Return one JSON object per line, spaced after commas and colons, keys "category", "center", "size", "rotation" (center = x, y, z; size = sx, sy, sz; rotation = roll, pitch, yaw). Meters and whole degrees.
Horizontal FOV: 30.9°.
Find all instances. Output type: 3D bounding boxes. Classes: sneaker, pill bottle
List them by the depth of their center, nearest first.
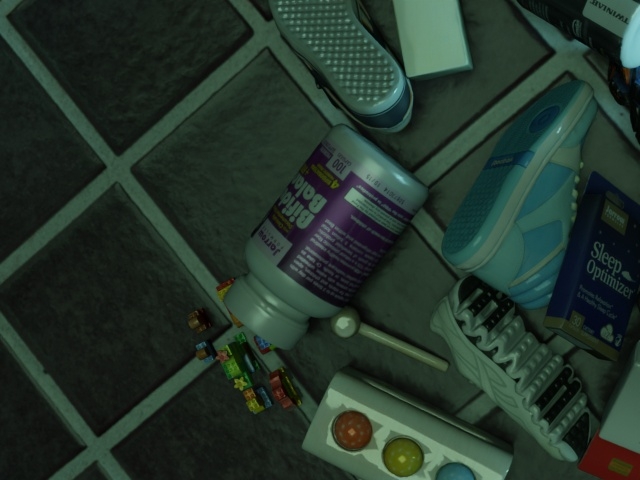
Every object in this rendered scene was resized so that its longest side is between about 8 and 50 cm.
{"category": "sneaker", "center": [0.448, -0.189, 1.517], "size": [0.087, 0.221, 0.083], "rotation": [-9, 133, -1]}
{"category": "pill bottle", "center": [0.345, -0.339, 1.534], "size": [0.246, 0.130, 0.130], "rotation": [39, 101, 30]}
{"category": "sneaker", "center": [0.323, -0.048, 1.594], "size": [0.208, 0.127, 0.319], "rotation": [39, 80, -18]}
{"category": "sneaker", "center": [0.265, 0.185, 1.615], "size": [0.292, 0.110, 0.118], "rotation": [54, 139, 6]}
{"category": "pill bottle", "center": [0.000, 0.000, 1.622], "size": [0.169, 0.169, 0.301], "rotation": [38, 98, 7]}
{"category": "sneaker", "center": [0.026, -0.277, 1.638], "size": [0.126, 0.127, 0.321], "rotation": [-30, 62, 6]}

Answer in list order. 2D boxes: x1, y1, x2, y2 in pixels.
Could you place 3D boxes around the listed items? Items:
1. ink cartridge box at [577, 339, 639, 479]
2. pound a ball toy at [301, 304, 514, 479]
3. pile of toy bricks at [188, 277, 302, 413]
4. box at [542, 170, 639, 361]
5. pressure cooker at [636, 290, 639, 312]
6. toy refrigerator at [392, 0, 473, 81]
{"category": "ink cartridge box", "center": [0.513, 0.292, 1.525], "size": [0.296, 0.066, 0.261], "rotation": [21, 127, 10]}
{"category": "pound a ball toy", "center": [0.117, 0.250, 1.632], "size": [0.319, 0.136, 0.208], "rotation": [26, 98, 9]}
{"category": "pile of toy bricks", "center": [-0.122, 0.170, 1.692], "size": [0.118, 0.105, 0.212], "rotation": [-29, 86, 12]}
{"category": "box", "center": [0.377, 0.033, 1.541], "size": [0.036, 0.136, 0.225], "rotation": [3, 70, 49]}
{"category": "pressure cooker", "center": [0.615, 0.023, 1.389], "size": [0.370, 0.420, 0.375], "rotation": [9, 114, -13]}
{"category": "toy refrigerator", "center": [0.136, -0.359, 1.583], "size": [0.094, 0.102, 0.269], "rotation": [-11, 93, 12]}
